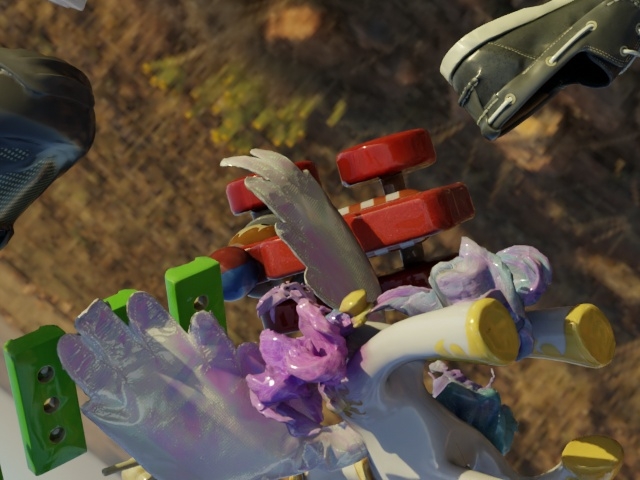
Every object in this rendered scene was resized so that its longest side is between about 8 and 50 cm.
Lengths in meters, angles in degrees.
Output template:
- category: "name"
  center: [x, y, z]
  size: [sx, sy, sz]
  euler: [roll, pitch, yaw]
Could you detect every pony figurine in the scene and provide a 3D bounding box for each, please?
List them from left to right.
- category: "pony figurine"
  center: [0.032, 0.109, 0.912]
  size: [0.363, 0.303, 0.351]
  euler: [-15, 114, 47]

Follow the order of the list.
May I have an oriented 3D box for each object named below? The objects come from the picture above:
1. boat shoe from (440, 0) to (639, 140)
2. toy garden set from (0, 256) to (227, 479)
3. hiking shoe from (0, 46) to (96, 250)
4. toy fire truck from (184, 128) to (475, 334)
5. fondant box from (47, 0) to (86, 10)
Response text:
- category: "boat shoe"
  center: [0.210, -0.151, 0.934]
  size: [0.079, 0.233, 0.084]
  euler: [61, 174, 23]
- category: "toy garden set"
  center: [-0.179, 0.140, 0.940]
  size: [0.049, 0.244, 0.204]
  euler: [28, 131, 43]
- category: "hiking shoe"
  center: [-0.150, 0.027, 0.427]
  size: [0.086, 0.227, 0.114]
  euler: [9, -128, -55]
- category: "toy fire truck"
  center: [0.000, 0.000, 1.195]
  size: [0.254, 0.302, 0.169]
  euler: [-12, -93, -73]
- category: "fondant box"
  center: [-0.271, -0.426, 1.283]
  size: [0.096, 0.330, 0.238]
  euler: [19, -177, 7]
